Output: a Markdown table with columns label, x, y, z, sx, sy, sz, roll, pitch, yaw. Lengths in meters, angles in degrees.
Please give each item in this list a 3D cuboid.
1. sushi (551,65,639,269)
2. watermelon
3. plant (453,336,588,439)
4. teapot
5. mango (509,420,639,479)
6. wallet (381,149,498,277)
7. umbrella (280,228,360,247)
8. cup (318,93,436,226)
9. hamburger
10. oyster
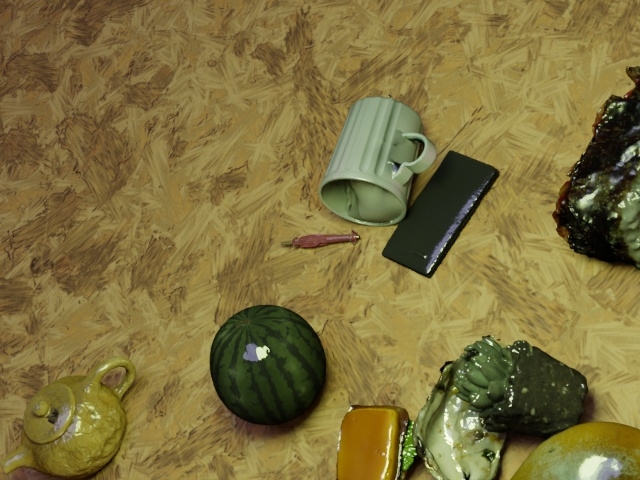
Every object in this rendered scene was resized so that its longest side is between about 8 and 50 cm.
| label | x | y | z | sx | sy | sz | roll | pitch | yaw |
| --- | --- | --- | --- | --- | --- | --- | --- | --- | --- |
| sushi | 0.516 | -0.133 | 1.789 | 0.182 | 0.196 | 0.343 | 24 | 76 | 31 |
| watermelon | -0.091 | 0.219 | 1.904 | 0.212 | 0.212 | 0.212 | -14 | 56 | 21 |
| plant | 0.305 | 0.231 | 1.684 | 0.194 | 0.129 | 0.132 | 18 | 58 | -2 |
| teapot | -0.480 | 0.335 | 2.073 | 0.311 | 0.167 | 0.203 | -45 | 50 | -3 |
| mango | 0.361 | 0.385 | 1.593 | 0.316 | 0.146 | 0.193 | -32 | 54 | 14 |
| wallet | 0.218 | -0.053 | 2.013 | 0.124 | 0.025 | 0.244 | 27 | 78 | 40 |
| umbrella | 0.000 | 0.000 | 2.102 | 0.165 | 0.025 | 0.027 | -5 | 41 | 24 |
| cup | 0.126 | -0.149 | 2.042 | 0.221 | 0.167 | 0.202 | 6 | 61 | 21 |
| hamburger | 0.095 | 0.355 | 1.794 | 0.137 | 0.087 | 0.166 | -1 | 63 | 28 |
| oyster | 0.246 | 0.297 | 1.759 | 0.166 | 0.094 | 0.294 | 23 | 64 | 18 |
